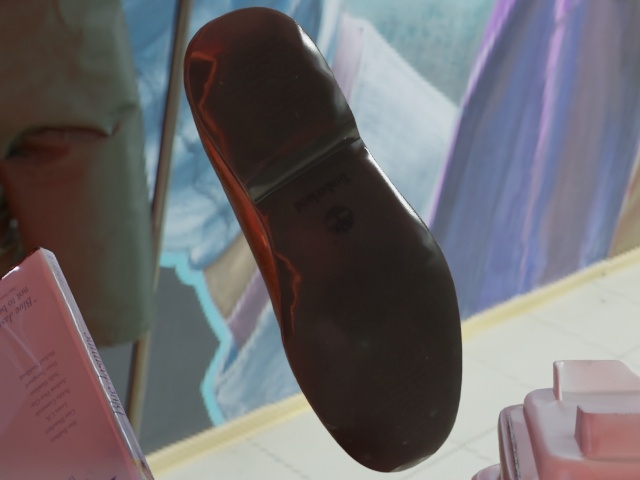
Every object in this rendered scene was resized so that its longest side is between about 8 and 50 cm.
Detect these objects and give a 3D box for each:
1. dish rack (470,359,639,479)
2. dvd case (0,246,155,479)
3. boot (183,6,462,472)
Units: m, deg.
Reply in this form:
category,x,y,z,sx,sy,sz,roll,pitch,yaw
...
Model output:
category,x,y,z,sx,sy,sz,roll,pitch,yaw
dish rack,0.235,0.098,0.533,0.332,0.072,0.285,-1,-1,8
dvd case,-0.224,0.151,0.850,0.253,0.180,0.022,58,12,31
boot,0.000,0.000,0.736,0.112,0.305,0.115,-26,13,-12
